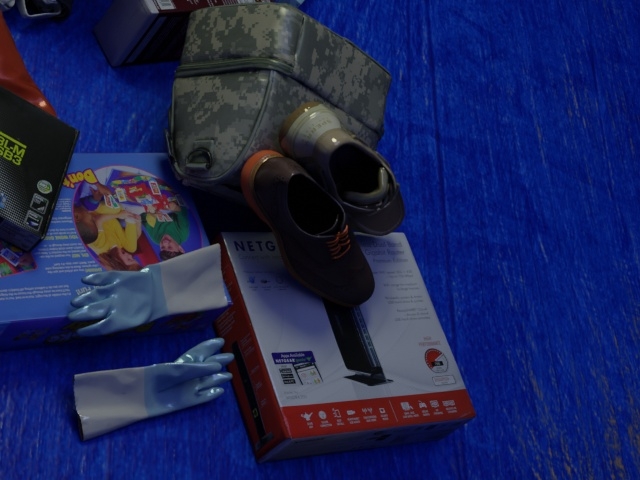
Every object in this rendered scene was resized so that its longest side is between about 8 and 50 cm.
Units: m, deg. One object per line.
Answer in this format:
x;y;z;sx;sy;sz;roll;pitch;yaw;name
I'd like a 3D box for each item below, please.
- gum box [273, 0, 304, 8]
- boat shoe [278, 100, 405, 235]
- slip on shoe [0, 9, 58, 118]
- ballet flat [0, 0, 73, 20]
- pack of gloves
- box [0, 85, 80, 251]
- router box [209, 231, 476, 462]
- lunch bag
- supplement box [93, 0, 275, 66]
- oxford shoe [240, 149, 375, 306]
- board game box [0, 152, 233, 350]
-0.082;-0.481;2.227;0.184;0.041;0.157;41;43;-9;gum box
0.050;-0.074;1.765;0.098;0.109;0.302;42;-4;35;boat shoe
-0.447;-0.253;1.714;0.331;0.101;0.123;54;41;5;slip on shoe
-0.415;-0.342;1.814;0.203;0.074;0.074;9;53;-55;ballet flat
-0.192;0.121;1.601;0.232;0.046;0.195;-14;103;-40;pack of gloves
-0.393;-0.103;1.566;0.190;0.045;0.184;31;47;-22;box
0.020;0.136;1.818;0.335;0.082;0.301;-1;61;-39;router box
-0.064;-0.158;1.828;0.305;0.212;0.256;28;67;-53;lunch bag
-0.198;-0.329;1.952;0.239;0.130;0.073;-13;68;-45;supplement box
0.000;0.000;1.713;0.097;0.098;0.271;-50;125;-14;oxford shoe
-0.303;0.007;1.653;0.347;0.078;0.233;-3;61;-41;board game box
